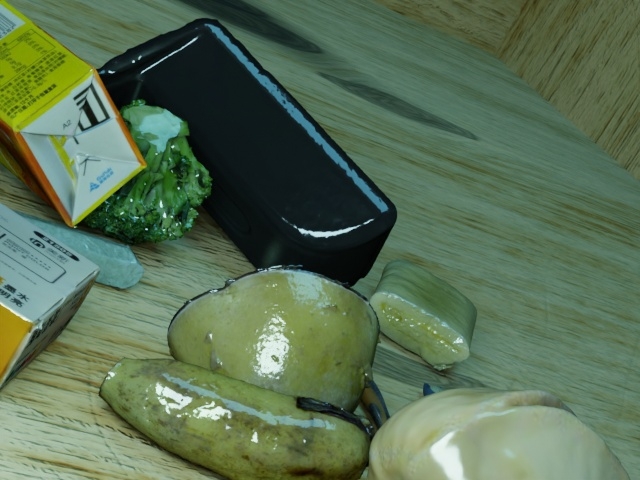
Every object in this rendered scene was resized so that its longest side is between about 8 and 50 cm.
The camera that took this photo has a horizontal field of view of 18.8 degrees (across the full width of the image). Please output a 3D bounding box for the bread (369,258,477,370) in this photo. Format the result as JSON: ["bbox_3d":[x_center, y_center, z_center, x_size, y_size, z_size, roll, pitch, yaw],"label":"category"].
[{"bbox_3d":[0.127,0.090,2.386,0.139,0.060,0.178,32,16,1],"label":"bread"}]

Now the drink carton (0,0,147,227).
[{"bbox_3d":[-0.337,-0.165,2.063,0.351,0.111,0.154,36,-21,44],"label":"drink carton"}]

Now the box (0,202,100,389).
[{"bbox_3d":[-0.353,0.011,1.721,0.274,0.091,0.221,31,15,-1],"label":"box"}]

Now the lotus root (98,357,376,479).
[{"bbox_3d":[-0.075,0.170,1.742,0.258,0.097,0.110,19,-10,-5],"label":"lotus root"}]

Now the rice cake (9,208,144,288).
[{"bbox_3d":[-0.286,0.000,1.959,0.245,0.042,0.045,19,23,-36],"label":"rice cake"}]

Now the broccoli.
[{"bbox_3d":[-0.210,-0.073,2.131,0.195,0.156,0.195,11,53,-14],"label":"broccoli"}]

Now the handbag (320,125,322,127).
[{"bbox_3d":[-0.086,-0.118,2.507,0.228,0.127,0.208,28,23,-16],"label":"handbag"}]

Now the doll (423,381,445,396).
[{"bbox_3d":[0.143,0.192,2.171,0.037,0.027,0.125,16,21,-22],"label":"doll"}]

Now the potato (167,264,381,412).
[{"bbox_3d":[-0.040,0.127,1.844,0.202,0.182,0.117,19,41,-23],"label":"potato"}]

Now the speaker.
[{"bbox_3d":[-0.111,-0.084,2.280,0.184,0.180,0.388,-38,77,-26],"label":"speaker"}]

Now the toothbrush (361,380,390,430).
[{"bbox_3d":[0.077,0.215,1.999,0.031,0.023,0.321,30,16,-28],"label":"toothbrush"}]

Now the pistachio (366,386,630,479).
[{"bbox_3d":[0.162,0.237,1.725,0.309,0.230,0.230,26,14,-47],"label":"pistachio"}]
